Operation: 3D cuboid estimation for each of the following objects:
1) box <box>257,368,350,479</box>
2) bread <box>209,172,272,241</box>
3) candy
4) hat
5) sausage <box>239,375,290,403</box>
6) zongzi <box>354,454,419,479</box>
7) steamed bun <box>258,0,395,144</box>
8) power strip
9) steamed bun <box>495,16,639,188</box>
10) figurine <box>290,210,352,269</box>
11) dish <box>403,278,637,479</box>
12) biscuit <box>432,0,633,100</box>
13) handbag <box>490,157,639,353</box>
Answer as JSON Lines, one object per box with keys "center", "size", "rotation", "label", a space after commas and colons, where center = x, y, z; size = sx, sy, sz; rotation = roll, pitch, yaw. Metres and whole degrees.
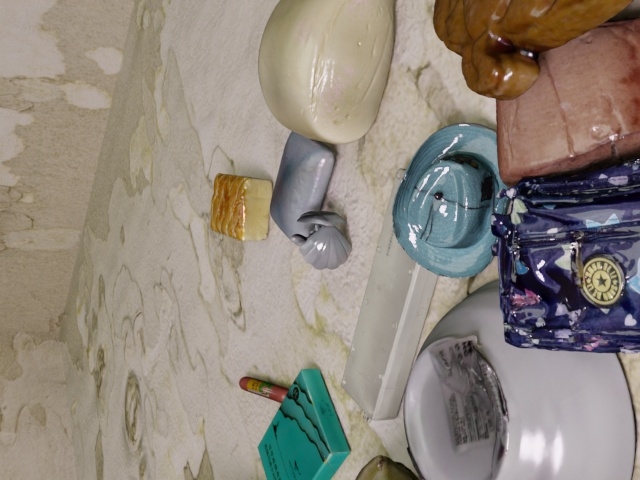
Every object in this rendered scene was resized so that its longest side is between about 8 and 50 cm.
{"center": [-0.034, 0.344, 1.218], "size": [0.226, 0.042, 0.161], "rotation": [-64, 37, 35], "label": "box"}
{"center": [-0.165, -0.068, 1.486], "size": [0.188, 0.068, 0.125], "rotation": [16, 101, 61], "label": "bread"}
{"center": [-0.035, -0.092, 1.247], "size": [0.138, 0.071, 0.174], "rotation": [48, 128, 53], "label": "candy"}
{"center": [0.149, -0.044, 0.862], "size": [0.138, 0.078, 0.190], "rotation": [22, 107, 28], "label": "hat"}
{"center": [-0.102, 0.275, 1.364], "size": [0.223, 0.029, 0.029], "rotation": [-5, 82, 61], "label": "sausage"}
{"center": [0.091, 0.375, 0.814], "size": [0.274, 0.125, 0.250], "rotation": [88, 168, -64], "label": "zongzi"}
{"center": [0.004, -0.275, 1.114], "size": [0.200, 0.155, 0.250], "rotation": [32, 117, 59], "label": "steamed bun"}
{"center": [0.102, 0.082, 1.004], "size": [0.106, 0.043, 0.367], "rotation": [40, 121, 56], "label": "power strip"}
{"center": [0.253, -0.126, 0.701], "size": [0.175, 0.106, 0.144], "rotation": [-18, 64, 46], "label": "steamed bun"}
{"center": [0.000, 0.000, 1.154], "size": [0.082, 0.094, 0.086], "rotation": [-143, 55, -71], "label": "figurine"}
{"center": [0.173, 0.190, 0.793], "size": [0.316, 0.106, 0.316], "rotation": [-15, 73, 60], "label": "dish"}
{"center": [0.210, -0.298, 0.687], "size": [0.350, 0.070, 0.394], "rotation": [-68, 16, -6], "label": "biscuit"}
{"center": [0.258, 0.016, 0.625], "size": [0.260, 0.113, 0.162], "rotation": [-6, 81, 48], "label": "handbag"}
